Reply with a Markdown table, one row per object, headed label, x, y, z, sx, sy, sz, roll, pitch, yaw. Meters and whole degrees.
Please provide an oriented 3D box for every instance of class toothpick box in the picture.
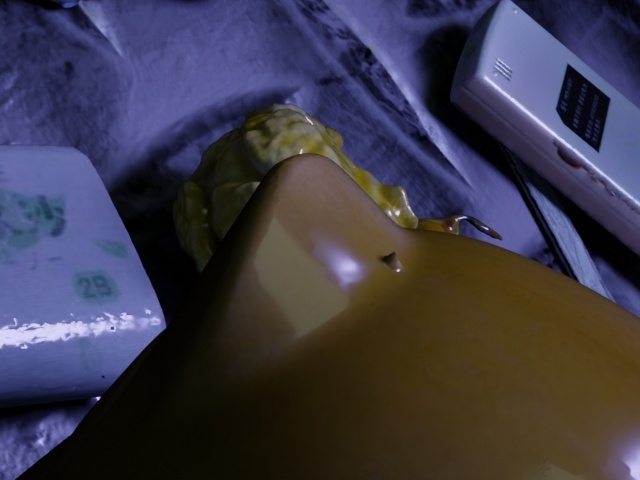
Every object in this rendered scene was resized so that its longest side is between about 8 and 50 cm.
| label | x | y | z | sx | sy | sz | roll | pitch | yaw |
| --- | --- | --- | --- | --- | --- | --- | --- | --- | --- |
| toothpick box | 0.050 | 0.201 | 0.948 | 0.425 | 0.409 | 0.409 | 42 | 37 | -1 |

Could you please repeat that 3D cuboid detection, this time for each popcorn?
| label | x | y | z | sx | sy | sz | roll | pitch | yaw |
| --- | --- | --- | --- | --- | --- | --- | --- | --- | --- |
| popcorn | 0.002 | -0.003 | 1.266 | 0.195 | 0.168 | 0.173 | 41 | 71 | -4 |

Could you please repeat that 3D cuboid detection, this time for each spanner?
| label | x | y | z | sx | sy | sz | roll | pitch | yaw |
| --- | --- | --- | --- | --- | --- | --- | --- | --- | --- |
| spanner | 0.205 | -0.010 | 1.604 | 0.071 | 0.017 | 0.302 | -6 | 63 | -48 |

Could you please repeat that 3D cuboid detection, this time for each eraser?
| label | x | y | z | sx | sy | sz | roll | pitch | yaw |
| --- | --- | --- | --- | --- | --- | --- | --- | --- | --- |
| eraser | -0.217 | 0.019 | 1.099 | 0.227 | 0.081 | 0.174 | -3 | 61 | -46 |

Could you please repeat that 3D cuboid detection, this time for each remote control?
| label | x | y | z | sx | sy | sz | roll | pitch | yaw |
| --- | --- | --- | --- | --- | --- | --- | --- | --- | --- |
| remote control | 0.262 | -0.064 | 1.645 | 0.344 | 0.050 | 0.145 | 39 | 37 | -12 |

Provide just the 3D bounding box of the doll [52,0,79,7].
| label | x | y | z | sx | sy | sz | roll | pitch | yaw |
| --- | --- | --- | --- | --- | --- | --- | --- | --- | --- |
| doll | -0.181 | -0.191 | 1.351 | 0.057 | 0.039 | 0.114 | 68 | 27 | -11 |
